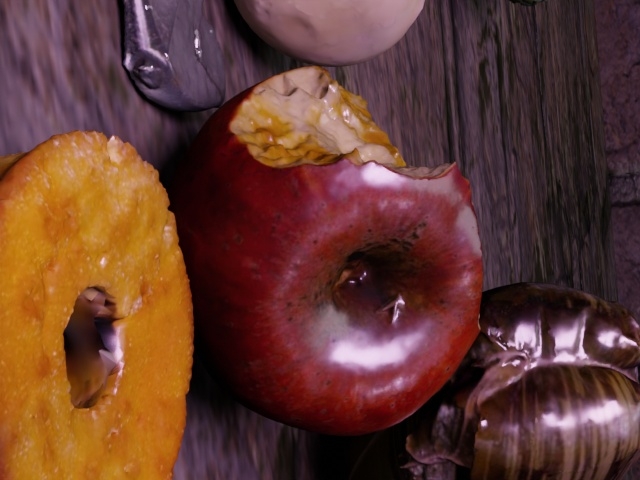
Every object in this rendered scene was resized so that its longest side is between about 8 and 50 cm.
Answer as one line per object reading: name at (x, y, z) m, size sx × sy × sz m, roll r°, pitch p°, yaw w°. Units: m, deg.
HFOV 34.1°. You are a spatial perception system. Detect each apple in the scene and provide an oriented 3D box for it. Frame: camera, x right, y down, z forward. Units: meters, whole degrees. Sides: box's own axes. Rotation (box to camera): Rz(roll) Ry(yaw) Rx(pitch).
apple at (-0.005, 0.004, 0.497) m, size 0.156 × 0.147 × 0.158 m, roll 34°, pitch 8°, yaw -25°

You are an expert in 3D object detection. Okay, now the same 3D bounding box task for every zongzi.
zongzi at (0.095, 0.194, 0.602) m, size 0.289 × 0.154 × 0.317 m, roll 100°, pitch -8°, yaw -79°

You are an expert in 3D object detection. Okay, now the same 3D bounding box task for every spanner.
spanner at (-0.106, -0.192, 0.449) m, size 0.093 × 0.026 × 0.325 m, roll -70°, pitch 146°, yaw -45°

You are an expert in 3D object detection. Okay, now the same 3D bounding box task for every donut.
donut at (-0.099, 0.037, 0.378) m, size 0.152 × 0.058 × 0.151 m, roll -3°, pitch 90°, yaw -68°

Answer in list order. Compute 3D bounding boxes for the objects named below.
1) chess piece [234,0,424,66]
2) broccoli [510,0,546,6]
chess piece at (0.024, -0.240, 0.642) m, size 0.167 × 0.167 × 0.299 m, roll 55°, pitch 44°, yaw -53°
broccoli at (0.188, -0.497, 1.059) m, size 0.397 × 0.275 × 0.353 m, roll 41°, pitch 27°, yaw -34°
